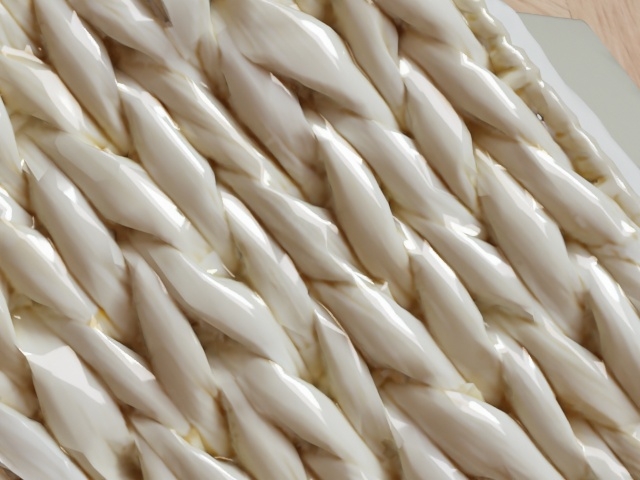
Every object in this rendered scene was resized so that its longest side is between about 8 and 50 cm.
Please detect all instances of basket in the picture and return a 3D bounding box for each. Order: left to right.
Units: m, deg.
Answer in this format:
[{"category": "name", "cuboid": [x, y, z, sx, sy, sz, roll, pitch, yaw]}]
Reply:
[{"category": "basket", "cuboid": [0.000, 0.000, 0.540, 0.328, 0.266, 0.331, 50, -2, -4]}]

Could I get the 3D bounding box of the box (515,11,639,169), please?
[{"category": "box", "cuboid": [0.037, -0.035, 0.899, 0.311, 0.148, 0.121, -1, 52, -48]}]
